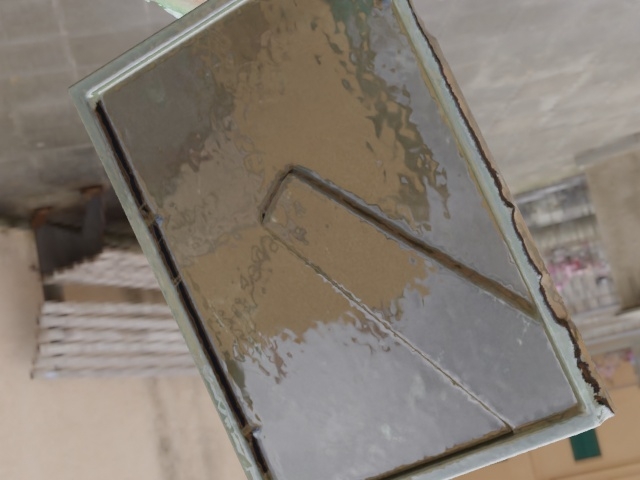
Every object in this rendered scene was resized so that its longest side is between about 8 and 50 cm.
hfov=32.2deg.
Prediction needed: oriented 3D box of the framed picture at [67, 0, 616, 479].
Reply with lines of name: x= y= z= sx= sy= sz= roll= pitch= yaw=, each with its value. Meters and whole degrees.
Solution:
framed picture: x=0.000 y=0.000 z=0.600 sx=0.213 sy=0.289 sz=0.016 roll=-26 pitch=178 yaw=25

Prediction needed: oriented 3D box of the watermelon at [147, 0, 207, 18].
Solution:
watermelon: x=-0.073 y=-0.251 z=0.808 sx=0.256 sy=0.140 sz=0.192 roll=12 pitch=177 yaw=41
